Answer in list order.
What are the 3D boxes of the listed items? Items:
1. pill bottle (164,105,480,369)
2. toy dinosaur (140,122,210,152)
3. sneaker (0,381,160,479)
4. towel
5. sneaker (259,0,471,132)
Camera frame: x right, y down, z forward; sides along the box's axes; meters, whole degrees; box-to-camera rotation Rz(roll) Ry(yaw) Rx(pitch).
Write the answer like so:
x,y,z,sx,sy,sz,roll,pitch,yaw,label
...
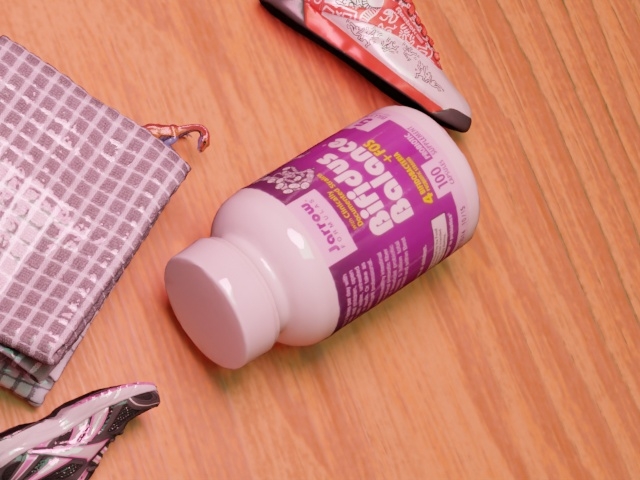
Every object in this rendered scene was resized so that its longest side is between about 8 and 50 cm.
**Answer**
x,y,z,sx,sy,sz,roll,pitch,yaw,label
0.000,0.000,1.734,0.301,0.169,0.169,-33,87,-30,pill bottle
-0.155,-0.101,1.758,0.082,0.090,0.047,-20,63,16,toy dinosaur
-0.227,0.190,1.632,0.178,0.072,0.077,-24,94,-21,sneaker
-0.283,-0.023,1.644,0.235,0.121,0.284,34,62,-8,towel
0.081,-0.241,1.878,0.270,0.090,0.145,34,88,-6,sneaker
